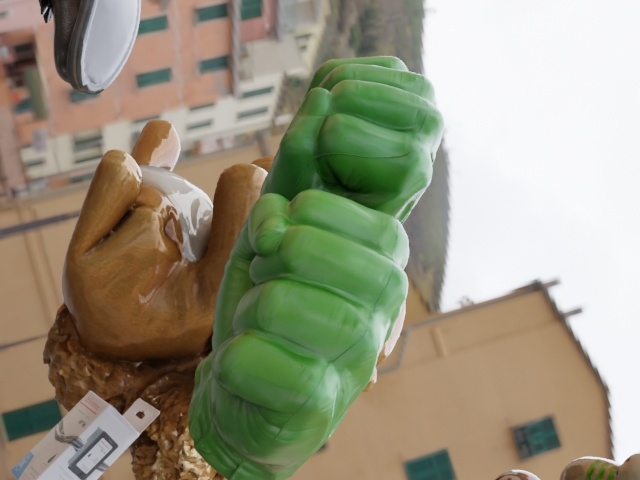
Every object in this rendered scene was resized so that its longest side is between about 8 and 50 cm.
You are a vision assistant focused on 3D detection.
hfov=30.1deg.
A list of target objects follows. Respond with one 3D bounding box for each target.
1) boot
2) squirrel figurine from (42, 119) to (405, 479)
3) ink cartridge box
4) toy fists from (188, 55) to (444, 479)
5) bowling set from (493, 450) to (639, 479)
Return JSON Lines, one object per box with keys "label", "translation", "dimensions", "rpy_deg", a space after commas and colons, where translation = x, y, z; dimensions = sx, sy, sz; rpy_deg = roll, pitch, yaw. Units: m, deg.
{"label": "boot", "translation": [-0.263, -0.230, 0.936], "dimensions": [0.091, 0.229, 0.263], "rpy_deg": [64, 24, -70]}
{"label": "squirrel figurine", "translation": [-0.106, 0.096, 1.363], "dimensions": [0.281, 0.370, 0.397], "rpy_deg": [-93, -155, -83]}
{"label": "ink cartridge box", "translation": [-0.137, 0.118, 0.694], "dimensions": [0.028, 0.083, 0.048], "rpy_deg": [50, -17, -19]}
{"label": "toy fists", "translation": [0.000, 0.000, 0.679], "dimensions": [0.142, 0.096, 0.279], "rpy_deg": [-53, -167, 45]}
{"label": "bowling set", "translation": [0.247, 0.256, 0.976], "dimensions": [0.154, 0.200, 0.287], "rpy_deg": [153, -49, -67]}
